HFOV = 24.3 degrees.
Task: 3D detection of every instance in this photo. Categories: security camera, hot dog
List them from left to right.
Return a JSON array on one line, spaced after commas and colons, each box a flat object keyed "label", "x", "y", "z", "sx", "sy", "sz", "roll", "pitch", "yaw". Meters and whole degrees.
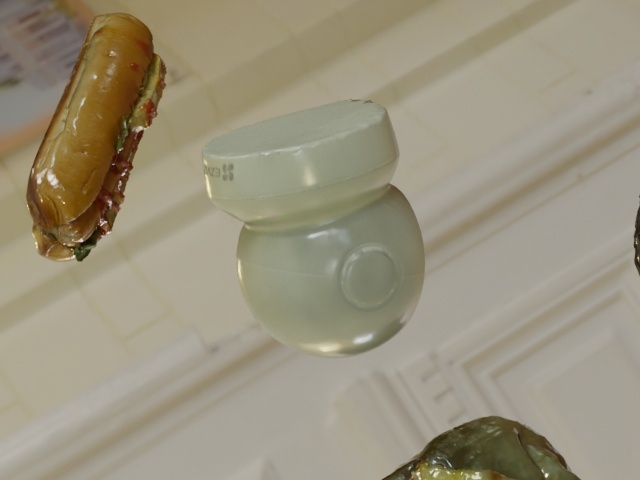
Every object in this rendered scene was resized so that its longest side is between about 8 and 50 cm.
[{"label": "hot dog", "x": -0.169, "y": -0.089, "z": 1.171, "sx": 0.250, "sy": 0.076, "sz": 0.104, "roll": -75, "pitch": -5, "yaw": -45}, {"label": "security camera", "x": 0.000, "y": 0.000, "z": 1.420, "sx": 0.194, "sy": 0.194, "sz": 0.236, "roll": -159, "pitch": 53, "yaw": -67}]

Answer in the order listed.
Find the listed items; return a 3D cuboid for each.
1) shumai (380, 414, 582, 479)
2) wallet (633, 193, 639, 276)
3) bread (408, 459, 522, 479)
[{"label": "shumai", "x": 0.249, "y": 0.395, "z": 1.702, "sx": 0.323, "sy": 0.397, "sz": 0.324, "roll": 0, "pitch": 125, "yaw": 50}, {"label": "wallet", "x": 0.419, "y": -0.084, "z": 1.027, "sx": 0.406, "sy": 0.228, "sz": 0.062, "roll": -18, "pitch": 121, "yaw": 31}, {"label": "bread", "x": 0.119, "y": 0.265, "z": 0.968, "sx": 0.110, "sy": 0.184, "sz": 0.234, "roll": 4, "pitch": 159, "yaw": 23}]
